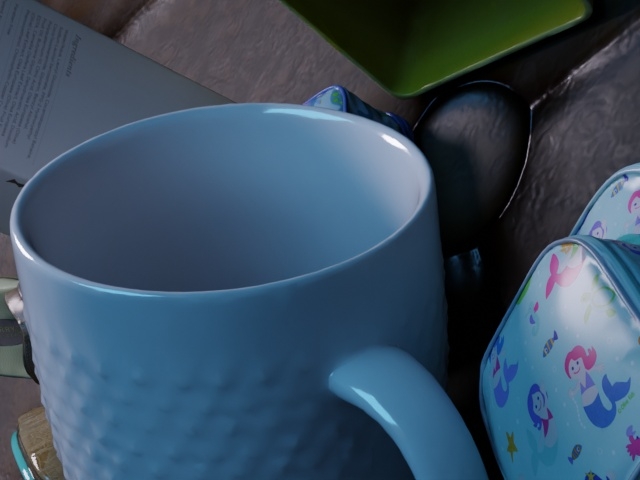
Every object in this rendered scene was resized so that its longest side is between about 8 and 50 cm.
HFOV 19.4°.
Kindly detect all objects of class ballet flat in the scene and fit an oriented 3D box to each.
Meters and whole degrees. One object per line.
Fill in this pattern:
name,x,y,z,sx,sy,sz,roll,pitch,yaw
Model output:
ballet flat,-0.181,0.165,1.529,0.124,0.116,0.342,-41,1,-9

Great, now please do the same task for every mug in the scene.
mug,-0.019,0.126,1.238,0.374,0.276,0.328,28,133,46

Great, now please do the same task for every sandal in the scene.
sandal,-0.238,0.081,1.619,0.303,0.086,0.120,-15,97,46

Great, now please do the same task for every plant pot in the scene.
plant pot,0.085,-0.270,1.462,0.212,0.212,0.187,-22,40,43

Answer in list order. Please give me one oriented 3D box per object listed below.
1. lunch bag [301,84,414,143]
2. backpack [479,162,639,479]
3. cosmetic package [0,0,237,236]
lunch bag,0.000,0.000,1.487,0.176,0.090,0.219,-38,44,31
backpack,0.206,0.084,1.089,0.253,0.191,0.225,-101,27,-46
cosmetic package,-0.231,-0.090,1.597,0.197,0.366,0.155,-8,62,52
